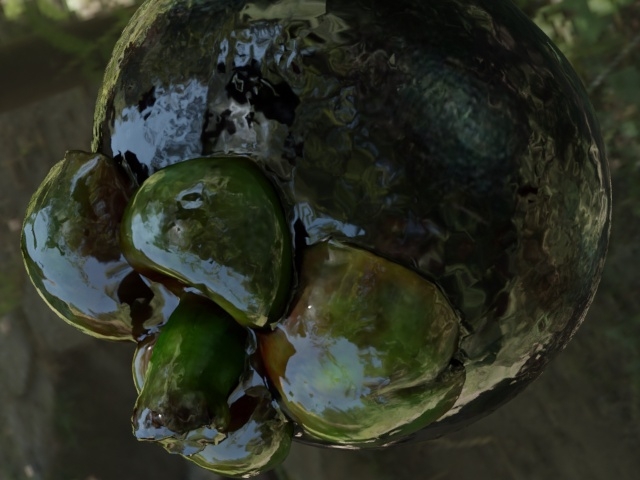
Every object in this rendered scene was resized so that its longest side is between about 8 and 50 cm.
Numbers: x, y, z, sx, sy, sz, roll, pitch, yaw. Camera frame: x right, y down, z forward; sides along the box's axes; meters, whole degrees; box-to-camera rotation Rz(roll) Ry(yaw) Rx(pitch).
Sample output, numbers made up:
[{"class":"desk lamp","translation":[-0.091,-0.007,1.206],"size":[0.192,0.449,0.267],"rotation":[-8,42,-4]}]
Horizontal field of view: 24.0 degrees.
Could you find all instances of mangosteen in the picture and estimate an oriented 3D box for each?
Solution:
[{"class":"mangosteen","translation":[0.007,-0.008,0.810],"size":[0.300,0.300,0.300],"rotation":[40,142,40]}]
